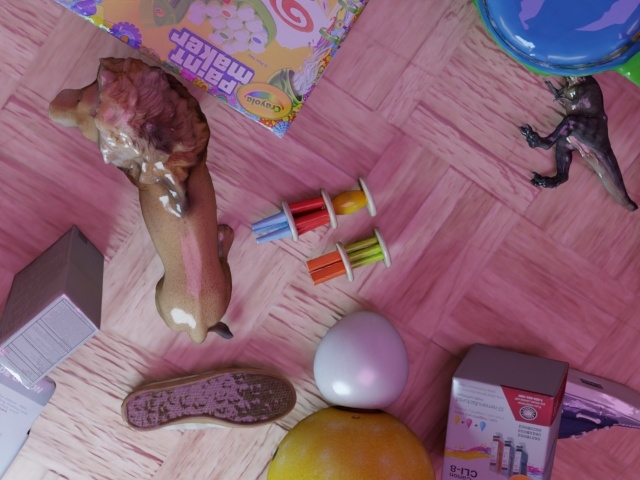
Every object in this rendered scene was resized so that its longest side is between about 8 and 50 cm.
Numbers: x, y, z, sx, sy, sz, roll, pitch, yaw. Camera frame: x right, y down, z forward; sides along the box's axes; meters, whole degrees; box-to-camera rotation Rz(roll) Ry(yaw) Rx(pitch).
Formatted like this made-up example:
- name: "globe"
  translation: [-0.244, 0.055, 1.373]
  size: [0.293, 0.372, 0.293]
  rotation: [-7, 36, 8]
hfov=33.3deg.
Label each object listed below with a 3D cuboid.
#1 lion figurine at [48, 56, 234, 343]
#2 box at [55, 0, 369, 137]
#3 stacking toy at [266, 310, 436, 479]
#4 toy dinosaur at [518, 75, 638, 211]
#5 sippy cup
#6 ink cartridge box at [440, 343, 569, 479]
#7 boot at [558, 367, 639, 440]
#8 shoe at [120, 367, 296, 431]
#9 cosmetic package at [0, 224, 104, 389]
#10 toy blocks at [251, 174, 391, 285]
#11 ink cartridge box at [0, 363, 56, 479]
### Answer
- name: "lion figurine"
  translation: [-0.156, -0.021, 1.161]
  size: [0.142, 0.240, 0.392]
  rotation: [-22, 110, -3]
- name: "box"
  translation: [-0.099, -0.310, 1.116]
  size: [0.290, 0.177, 0.279]
  rotation: [31, 99, -18]
- name: "stacking toy"
  translation: [0.036, 0.327, 1.318]
  size: [0.350, 0.350, 0.480]
  rotation: [6, 87, -12]
- name: "toy dinosaur"
  translation: [0.309, -0.123, 1.307]
  size: [0.118, 0.064, 0.268]
  rotation: [-28, 113, -7]
- name: "sippy cup"
  translation: [0.267, -0.278, 1.126]
  size: [0.305, 0.224, 0.240]
  rotation: [16, 109, 10]
- name: "ink cartridge box"
  translation: [0.231, 0.242, 1.348]
  size: [0.128, 0.127, 0.176]
  rotation: [10, 108, 18]
- name: "boot"
  translation: [0.360, 0.230, 1.426]
  size: [0.190, 0.069, 0.086]
  rotation: [21, 109, -7]
- name: "shoe"
  translation: [-0.140, 0.198, 1.334]
  size: [0.219, 0.058, 0.076]
  rotation: [-2, 87, -13]
- name: "cosmetic package"
  translation: [-0.290, 0.066, 1.165]
  size: [0.099, 0.239, 0.060]
  rotation: [-38, 110, 3]
- name: "toy blocks"
  translation: [0.000, 0.000, 1.293]
  size: [0.148, 0.054, 0.123]
  rotation: [-18, 109, -4]
- name: "ink cartridge box"
  translation: [-0.495, 0.178, 1.222]
  size: [0.309, 0.130, 0.272]
  rotation: [33, 97, -18]
